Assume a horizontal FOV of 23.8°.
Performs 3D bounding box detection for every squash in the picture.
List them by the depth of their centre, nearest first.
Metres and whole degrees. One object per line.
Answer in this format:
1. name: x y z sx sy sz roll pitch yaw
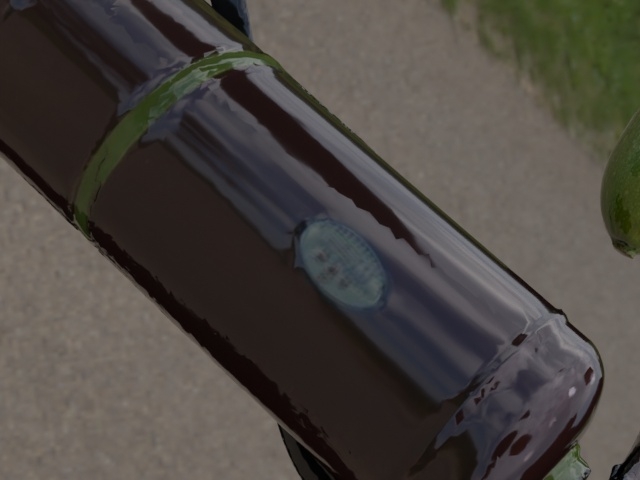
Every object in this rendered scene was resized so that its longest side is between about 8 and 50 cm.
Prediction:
1. squash: 0.238 -0.069 0.923 0.095 0.188 0.095 43 -2 2

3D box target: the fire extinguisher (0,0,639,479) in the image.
1. fire extinguisher: 0.000 0.000 0.544 0.141 0.341 0.105 -41 164 -28
